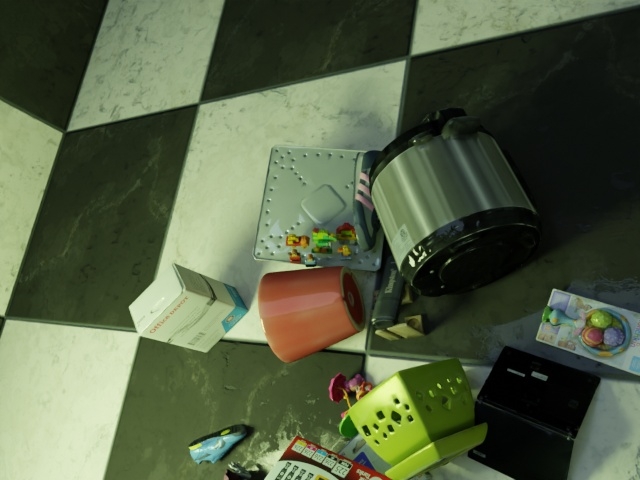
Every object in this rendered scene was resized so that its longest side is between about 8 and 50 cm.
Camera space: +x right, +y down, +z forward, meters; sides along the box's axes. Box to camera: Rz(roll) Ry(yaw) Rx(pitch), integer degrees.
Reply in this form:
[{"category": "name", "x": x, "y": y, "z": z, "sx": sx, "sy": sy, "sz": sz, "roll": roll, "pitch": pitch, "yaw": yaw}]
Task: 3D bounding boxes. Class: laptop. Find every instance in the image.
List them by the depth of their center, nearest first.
[{"category": "laptop", "x": 0.502, "y": 0.422, "z": 1.384, "sx": 0.234, "sy": 0.136, "sz": 0.264, "roll": 15, "pitch": 55, "yaw": 37}]

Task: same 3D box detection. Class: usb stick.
[{"category": "usb stick", "x": 0.197, "y": 0.135, "z": 1.615, "sx": 0.077, "sy": 0.045, "sz": 0.278, "roll": -14, "pitch": 33, "yaw": 29}]

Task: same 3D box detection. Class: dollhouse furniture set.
[{"category": "dollhouse furniture set", "x": 0.195, "y": 0.190, "z": 1.622, "sx": 0.144, "sy": 0.123, "sz": 0.151, "roll": -15, "pitch": 63, "yaw": 29}]

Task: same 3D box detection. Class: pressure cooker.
[{"category": "pressure cooker", "x": 0.322, "y": -0.112, "z": 1.501, "sx": 0.370, "sy": 0.376, "sz": 0.420, "roll": -33, "pitch": 56, "yaw": 23}]

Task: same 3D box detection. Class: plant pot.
[{"category": "plant pot", "x": 0.242, "y": 0.434, "z": 1.396, "sx": 0.227, "sy": 0.228, "sz": 0.207, "roll": -51, "pitch": 54, "yaw": 39}, {"category": "plant pot", "x": -0.015, "y": 0.196, "z": 1.692, "sx": 0.243, "sy": 0.275, "sz": 0.274, "roll": -16, "pitch": 62, "yaw": 18}]

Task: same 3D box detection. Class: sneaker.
[{"category": "sneaker", "x": 0.168, "y": -0.124, "z": 1.713, "sx": 0.131, "sy": 0.112, "sz": 0.318, "roll": -4, "pitch": 72, "yaw": 19}, {"category": "sneaker", "x": -0.313, "y": 0.645, "z": 1.832, "sx": 0.209, "sy": 0.069, "sz": 0.082, "roll": -24, "pitch": 91, "yaw": 15}]

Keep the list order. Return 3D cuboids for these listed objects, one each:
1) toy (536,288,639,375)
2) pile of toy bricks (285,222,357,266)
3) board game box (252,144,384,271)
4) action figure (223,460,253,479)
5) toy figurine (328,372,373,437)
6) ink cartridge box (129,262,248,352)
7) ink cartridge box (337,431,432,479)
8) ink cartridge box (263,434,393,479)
[{"category": "toy", "x": 0.635, "y": 0.204, "z": 1.355, "sx": 0.237, "sy": 0.056, "sz": 0.136, "roll": 17, "pitch": 82, "yaw": 38}, {"category": "pile of toy bricks", "x": 0.000, "y": 0.000, "z": 1.687, "sx": 0.212, "sy": 0.105, "sz": 0.118, "roll": -1, "pitch": 49, "yaw": 4}, {"category": "board game box", "x": 0.011, "y": -0.103, "z": 1.819, "sx": 0.390, "sy": 0.050, "sz": 0.389, "roll": 5, "pitch": 72, "yaw": 8}, {"category": "action figure", "x": -0.273, "y": 0.847, "z": 1.666, "sx": 0.276, "sy": 0.248, "sz": 0.370, "roll": 21, "pitch": 82, "yaw": 12}, {"category": "toy figurine", "x": 0.096, "y": 0.428, "z": 1.614, "sx": 0.173, "sy": 0.130, "sz": 0.159, "roll": -31, "pitch": 43, "yaw": -6}, {"category": "ink cartridge box", "x": -0.430, "y": 0.228, "z": 1.921, "sx": 0.223, "sy": 0.307, "sz": 0.129, "roll": -44, "pitch": 53, "yaw": 11}, {"category": "ink cartridge box", "x": 0.153, "y": 0.600, "z": 1.529, "sx": 0.206, "sy": 0.045, "sz": 0.208, "roll": -47, "pitch": 53, "yaw": 10}, {"category": "ink cartridge box", "x": -0.001, "y": 0.668, "z": 1.421, "sx": 0.310, "sy": 0.130, "sz": 0.272, "roll": 9, "pitch": 44, "yaw": 38}]
